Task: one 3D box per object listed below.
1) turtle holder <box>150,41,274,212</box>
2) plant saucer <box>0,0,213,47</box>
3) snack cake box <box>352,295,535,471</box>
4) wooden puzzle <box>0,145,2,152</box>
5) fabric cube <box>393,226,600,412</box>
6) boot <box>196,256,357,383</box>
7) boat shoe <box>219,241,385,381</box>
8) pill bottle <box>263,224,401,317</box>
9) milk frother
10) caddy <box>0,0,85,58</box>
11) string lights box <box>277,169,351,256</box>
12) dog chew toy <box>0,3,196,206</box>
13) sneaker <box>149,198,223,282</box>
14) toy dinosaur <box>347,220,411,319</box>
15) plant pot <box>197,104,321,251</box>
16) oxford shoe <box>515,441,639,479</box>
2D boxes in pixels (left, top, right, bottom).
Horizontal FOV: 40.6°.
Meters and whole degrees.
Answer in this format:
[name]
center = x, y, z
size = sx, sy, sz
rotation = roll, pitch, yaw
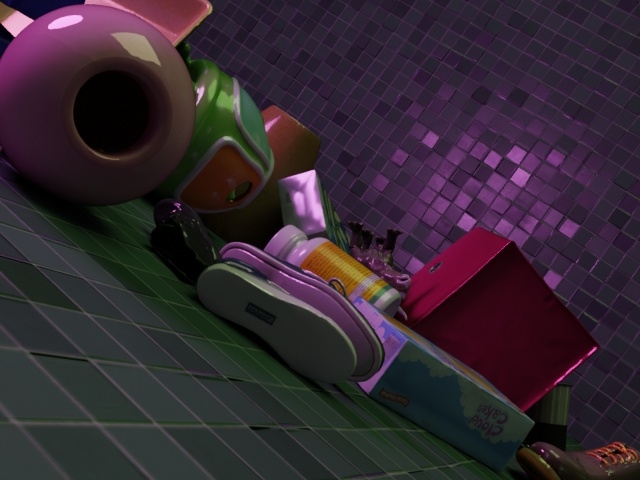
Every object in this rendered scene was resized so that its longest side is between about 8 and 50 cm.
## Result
[turtle holder]
center = -0.212, -0.172, 1.473
size = 0.227, 0.243, 0.320
rotation = 33, -3, -28
[plant saucer]
center = -0.392, -0.322, 1.359
size = 0.333, 0.333, 0.081
rotation = 29, -32, 11
[snack cake box]
center = 0.148, 0.195, 1.179
size = 0.264, 0.089, 0.152
rotation = 34, 2, -29
[wooden puzzle]
center = -0.369, -0.119, 0.889
size = 0.116, 0.014, 0.078
rotation = 36, 3, 6
[fabric cube]
center = 0.301, 0.156, 1.599
size = 0.259, 0.254, 0.258
rotation = 50, 2, -6
[boot]
center = -0.041, 0.078, 0.934
size = 0.190, 0.069, 0.086
rotation = 35, 12, -1
[boat shoe]
center = -0.018, 0.083, 1.029
size = 0.254, 0.095, 0.079
rotation = 27, 9, 31
[pill bottle]
center = 0.010, 0.069, 1.334
size = 0.208, 0.117, 0.117
rotation = 36, 2, 17
[milk frother]
center = 0.403, 0.328, 1.618
size = 0.129, 0.135, 0.143
rotation = 5, -7, 11
[caddy]
center = -0.443, -0.320, 1.097
size = 0.179, 0.241, 0.341
rotation = 40, 1, -7
[string lights box]
center = 0.000, 0.000, 1.606
size = 0.260, 0.076, 0.133
rotation = 60, 17, -57
[dog chew toy]
center = -0.271, -0.155, 0.965
size = 0.206, 0.207, 0.332
rotation = 34, -6, -31
[sneaker]
center = -0.168, -0.006, 1.021
size = 0.170, 0.051, 0.089
rotation = 48, 7, 34
[toy dinosaur]
center = 0.089, 0.060, 1.559
size = 0.121, 0.160, 0.313
rotation = 12, -9, -2
[plant pot]
center = -0.117, -0.122, 1.661
size = 0.237, 0.254, 0.237
rotation = 37, 2, -1
[oxford shoe]
center = 0.424, 0.358, 1.346
size = 0.363, 0.133, 0.130
rotation = 33, 4, -44
